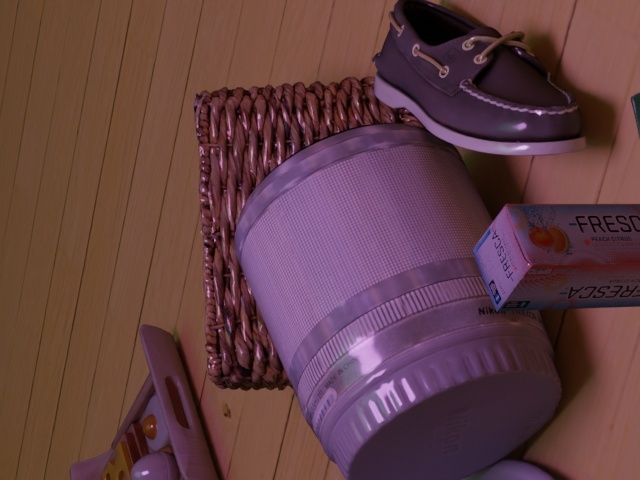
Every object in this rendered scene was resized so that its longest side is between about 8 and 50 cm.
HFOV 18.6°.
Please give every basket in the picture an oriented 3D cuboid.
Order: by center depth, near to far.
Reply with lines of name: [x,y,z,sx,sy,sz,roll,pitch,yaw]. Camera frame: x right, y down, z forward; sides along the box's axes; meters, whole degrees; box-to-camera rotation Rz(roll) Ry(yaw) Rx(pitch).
basket: [0.000,0.000,1.946,0.213,0.223,0.299,60,-154,-81]

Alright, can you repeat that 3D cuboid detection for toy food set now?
toy food set: [-0.225,0.279,2.347,0.306,0.092,0.220,-59,41,42]

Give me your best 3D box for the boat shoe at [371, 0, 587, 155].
boat shoe: [0.133,-0.142,1.689,0.305,0.109,0.091,-145,55,-61]

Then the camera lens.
camera lens: [0.062,0.054,1.686,0.219,0.219,0.274,-57,47,44]

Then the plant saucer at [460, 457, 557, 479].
plant saucer: [0.090,0.372,1.651,0.400,0.100,0.400,-39,23,21]

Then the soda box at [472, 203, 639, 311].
soda box: [0.210,0.012,1.467,0.063,0.183,0.058,-58,42,45]

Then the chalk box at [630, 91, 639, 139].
chalk box: [0.343,0.008,1.234,0.179,0.180,0.289,-38,58,55]
